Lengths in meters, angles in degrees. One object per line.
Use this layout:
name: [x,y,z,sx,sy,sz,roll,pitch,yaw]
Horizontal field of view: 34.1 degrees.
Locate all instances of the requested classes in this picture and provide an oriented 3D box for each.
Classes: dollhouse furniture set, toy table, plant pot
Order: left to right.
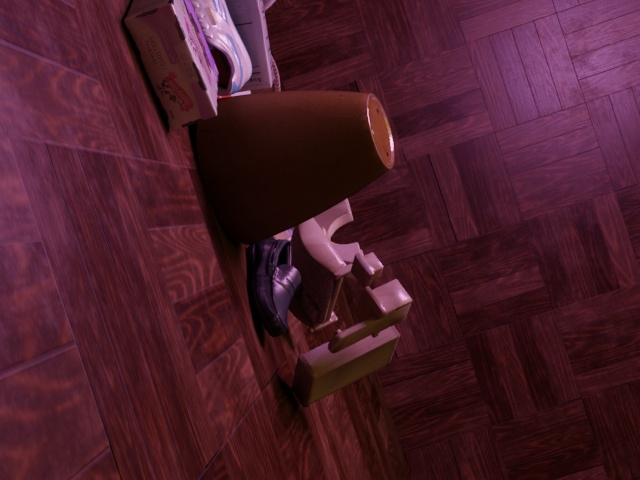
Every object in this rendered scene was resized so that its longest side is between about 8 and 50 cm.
dollhouse furniture set: [-0.038,0.073,1.756,0.355,0.174,0.303,55,-25,24]
plant pot: [-0.024,-0.134,1.608,0.237,0.254,0.237,-13,90,-70]
toy table: [0.000,0.000,2.253,0.274,0.161,0.252,69,6,-45]

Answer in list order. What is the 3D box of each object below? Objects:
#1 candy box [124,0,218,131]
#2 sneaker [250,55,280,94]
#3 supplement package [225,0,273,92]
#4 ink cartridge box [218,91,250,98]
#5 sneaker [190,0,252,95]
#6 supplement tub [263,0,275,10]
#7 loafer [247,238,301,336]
candy box: [-0.202,-0.265,1.453,0.196,0.070,0.165,-100,170,-64]
sneaker: [-0.159,-0.429,2.402,0.153,0.099,0.282,-71,140,-79]
supplement package: [-0.161,-0.368,1.712,0.134,0.139,0.244,-91,173,-74]
ink cartridge box: [-0.181,-0.323,2.032,0.181,0.056,0.225,66,6,-49]
sneaker: [-0.182,-0.327,1.591,0.229,0.087,0.092,57,21,-17]
supplement tub: [-0.193,-0.581,1.924,0.207,0.207,0.338,65,8,-55]
loafer: [-0.071,0.067,1.668,0.223,0.078,0.076,-101,171,-55]
